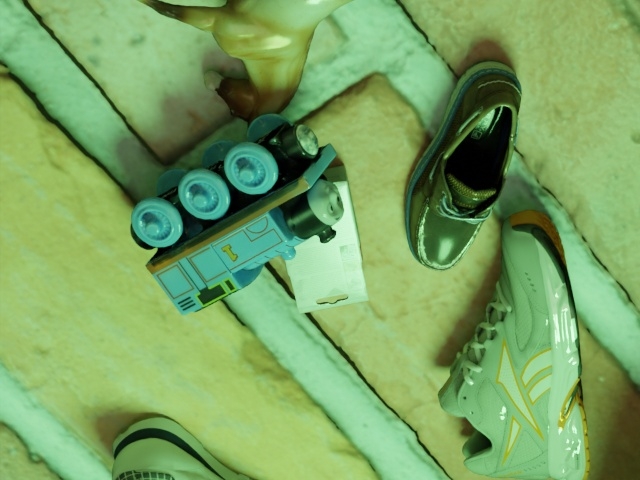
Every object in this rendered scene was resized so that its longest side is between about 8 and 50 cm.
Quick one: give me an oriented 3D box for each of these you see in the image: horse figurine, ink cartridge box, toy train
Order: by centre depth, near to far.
[{"bbox_3d":[-0.026,-0.207,1.439,0.174,0.066,0.263,41,113,-17],"label":"horse figurine"},{"bbox_3d":[-0.062,-0.021,1.518,0.184,0.080,0.105,-28,106,30],"label":"toy train"},{"bbox_3d":[0.000,0.000,1.584,0.062,0.029,0.115,-10,122,3],"label":"ink cartridge box"}]

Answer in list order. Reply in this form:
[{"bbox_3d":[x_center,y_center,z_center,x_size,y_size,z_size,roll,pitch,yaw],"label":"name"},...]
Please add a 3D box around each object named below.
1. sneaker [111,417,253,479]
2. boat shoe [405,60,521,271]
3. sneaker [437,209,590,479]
[{"bbox_3d":[-0.083,0.249,1.689,0.235,0.095,0.090,33,112,-22],"label":"sneaker"},{"bbox_3d":[0.109,-0.047,1.540,0.066,0.066,0.183,9,120,-9],"label":"boat shoe"},{"bbox_3d":[0.152,0.098,1.616,0.121,0.099,0.262,-6,120,5],"label":"sneaker"}]
